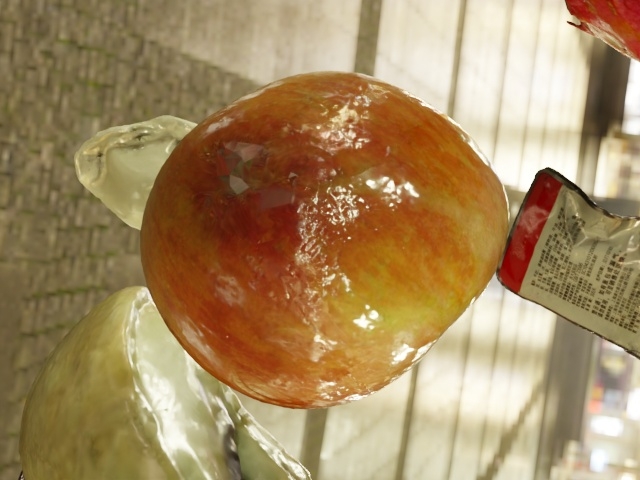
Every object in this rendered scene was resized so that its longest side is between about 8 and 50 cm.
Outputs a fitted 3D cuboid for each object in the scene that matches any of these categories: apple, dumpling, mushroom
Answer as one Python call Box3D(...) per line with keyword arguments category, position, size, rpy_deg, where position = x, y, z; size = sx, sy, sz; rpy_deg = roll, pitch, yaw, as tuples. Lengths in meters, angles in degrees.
Box3D(category="apple", position=(0.000, 0.000, 0.821), size=(0.195, 0.173, 0.160), rpy_deg=(-46, 166, 8))
Box3D(category="dumpling", position=(-0.176, -0.079, 1.825), size=(0.162, 0.250, 0.132), rpy_deg=(-63, -159, 21))
Box3D(category="mushroom", position=(-0.126, 0.222, 1.143), size=(0.217, 0.292, 0.212), rpy_deg=(-41, -163, 19))

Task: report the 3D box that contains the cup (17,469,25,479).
Box3D(category="cup", position=(-0.210, 0.310, 1.572), size=(0.256, 0.178, 0.255), rpy_deg=(102, 14, -45))

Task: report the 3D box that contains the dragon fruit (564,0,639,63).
Box3D(category="dragon fruit", position=(0.214, -0.181, 0.827), size=(0.210, 0.268, 0.205), rpy_deg=(-32, 108, -34))

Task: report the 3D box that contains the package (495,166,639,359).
Box3D(category="package", position=(0.292, 0.039, 1.454), size=(0.030, 0.239, 0.154), rpy_deg=(-41, 154, -53))
